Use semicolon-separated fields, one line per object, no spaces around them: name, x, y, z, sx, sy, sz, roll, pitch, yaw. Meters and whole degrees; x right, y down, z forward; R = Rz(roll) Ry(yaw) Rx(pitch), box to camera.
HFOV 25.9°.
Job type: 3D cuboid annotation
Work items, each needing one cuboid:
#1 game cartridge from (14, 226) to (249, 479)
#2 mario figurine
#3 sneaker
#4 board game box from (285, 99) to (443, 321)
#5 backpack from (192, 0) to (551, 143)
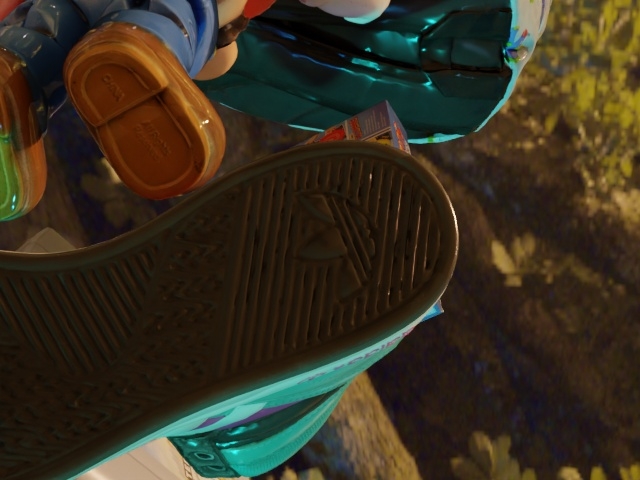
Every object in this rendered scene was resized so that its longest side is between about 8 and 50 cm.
game cartridge;-0.124;0.105;0.828;0.062;0.198;0.297;-38;-154;7
mario figurine;-0.081;-0.103;0.734;0.198;0.170;0.320;24;-147;-5
sneaker;-0.095;0.050;0.591;0.295;0.178;0.124;-15;-106;-8
board game box;0.000;0.000;0.903;0.136;0.035;0.201;-25;-146;15
backpack;0.012;-0.222;1.131;0.355;0.290;0.273;23;-140;22
